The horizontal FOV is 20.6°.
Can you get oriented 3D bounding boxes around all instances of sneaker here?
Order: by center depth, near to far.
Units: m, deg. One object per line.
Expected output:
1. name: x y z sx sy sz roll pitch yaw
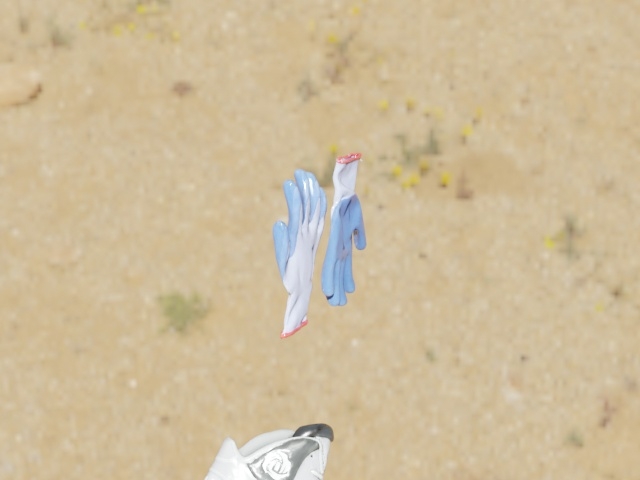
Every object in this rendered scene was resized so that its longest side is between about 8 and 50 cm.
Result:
1. sneaker: 0.007 0.224 1.468 0.229 0.132 0.086 24 -7 -22

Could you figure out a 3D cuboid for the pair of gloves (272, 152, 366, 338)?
1. pair of gloves: 0.000 0.000 1.677 0.023 0.159 0.198 11 19 22
